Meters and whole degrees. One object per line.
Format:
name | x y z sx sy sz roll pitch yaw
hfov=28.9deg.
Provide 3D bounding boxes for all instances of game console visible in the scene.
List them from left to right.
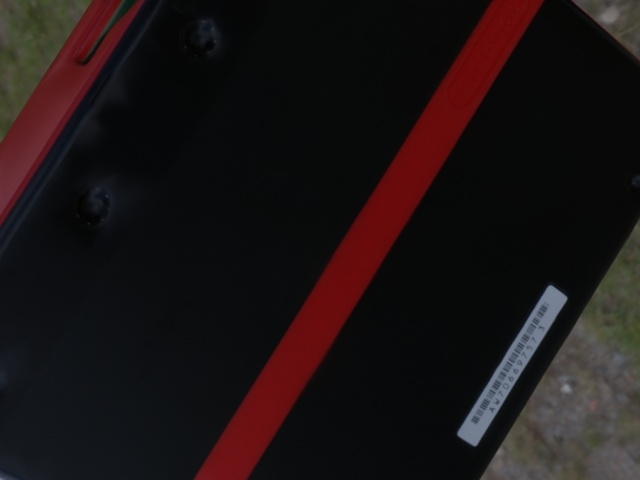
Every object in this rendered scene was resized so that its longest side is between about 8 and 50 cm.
game console | 0.000 0.000 0.674 0.342 0.387 0.060 33 178 -30
